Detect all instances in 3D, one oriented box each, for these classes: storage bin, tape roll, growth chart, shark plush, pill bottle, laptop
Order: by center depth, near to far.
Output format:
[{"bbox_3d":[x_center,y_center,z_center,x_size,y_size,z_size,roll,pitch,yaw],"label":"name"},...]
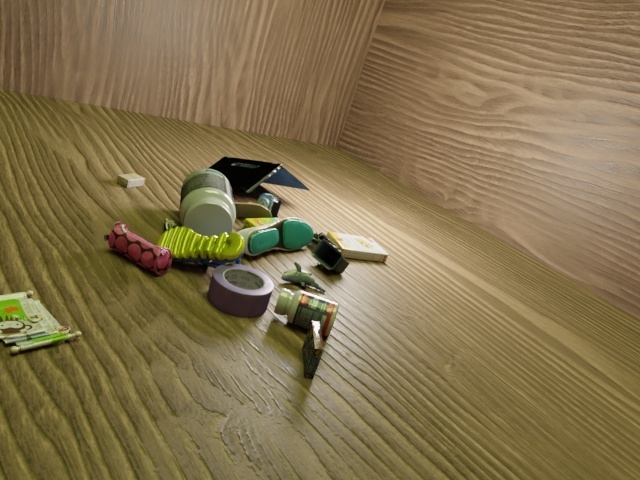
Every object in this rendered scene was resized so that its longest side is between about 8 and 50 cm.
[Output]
[{"bbox_3d":[-0.692,0.183,1.174,0.237,0.021,0.172,29,24,28],"label":"growth chart"},{"bbox_3d":[-0.043,0.210,1.546,0.180,0.108,0.108,19,20,2],"label":"pill bottle"},{"bbox_3d":[-0.243,0.150,1.564,0.189,0.080,0.189,16,20,-6],"label":"tape roll"},{"bbox_3d":[-0.061,0.149,1.811,0.161,0.073,0.067,36,37,-13],"label":"shark plush"},{"bbox_3d":[-0.427,-0.127,1.938,0.204,0.204,0.361,12,21,-18],"label":"pill bottle"},{"bbox_3d":[0.043,0.076,2.009,0.135,0.098,0.091,37,0,42],"label":"storage bin"},{"bbox_3d":[-0.338,-0.266,2.501,0.382,0.236,0.408,12,42,34],"label":"laptop"}]

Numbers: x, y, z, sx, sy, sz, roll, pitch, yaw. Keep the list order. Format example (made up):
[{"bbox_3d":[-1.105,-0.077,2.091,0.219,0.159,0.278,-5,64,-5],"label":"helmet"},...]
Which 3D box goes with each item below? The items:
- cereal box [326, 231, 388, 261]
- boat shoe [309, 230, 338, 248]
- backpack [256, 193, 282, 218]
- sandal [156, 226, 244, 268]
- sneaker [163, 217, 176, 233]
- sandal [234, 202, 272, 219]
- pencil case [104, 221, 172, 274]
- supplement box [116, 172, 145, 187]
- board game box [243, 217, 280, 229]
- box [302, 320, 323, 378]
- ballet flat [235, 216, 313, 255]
[{"bbox_3d":[0.161,0.028,2.277,0.240,0.047,0.173,7,23,-29],"label":"cereal box"},{"bbox_3d":[0.000,0.000,2.176,0.077,0.070,0.219,-1,28,-43],"label":"boat shoe"},{"bbox_3d":[-0.243,-0.160,2.325,0.084,0.105,0.114,0,27,-38],"label":"backpack"},{"bbox_3d":[-0.389,0.042,1.682,0.317,0.138,0.126,9,56,15],"label":"sandal"},{"bbox_3d":[-0.549,-0.051,1.873,0.043,0.040,0.109,14,21,-19],"label":"sneaker"},{"bbox_3d":[-0.330,-0.139,2.223,0.240,0.088,0.079,6,29,-18],"label":"sandal"},{"bbox_3d":[-0.559,0.023,1.589,0.209,0.098,0.095,25,27,16],"label":"pencil case"},{"bbox_3d":[-0.804,-0.255,2.179,0.062,0.036,0.098,26,21,19],"label":"supplement box"},{"bbox_3d":[-0.225,-0.057,2.164,0.181,0.043,0.092,-4,30,-47],"label":"board game box"},{"bbox_3d":[-0.022,0.290,1.375,0.027,0.094,0.137,15,20,-10],"label":"box"},{"bbox_3d":[-0.189,-0.022,2.015,0.139,0.139,0.400,30,24,29],"label":"ballet flat"}]
